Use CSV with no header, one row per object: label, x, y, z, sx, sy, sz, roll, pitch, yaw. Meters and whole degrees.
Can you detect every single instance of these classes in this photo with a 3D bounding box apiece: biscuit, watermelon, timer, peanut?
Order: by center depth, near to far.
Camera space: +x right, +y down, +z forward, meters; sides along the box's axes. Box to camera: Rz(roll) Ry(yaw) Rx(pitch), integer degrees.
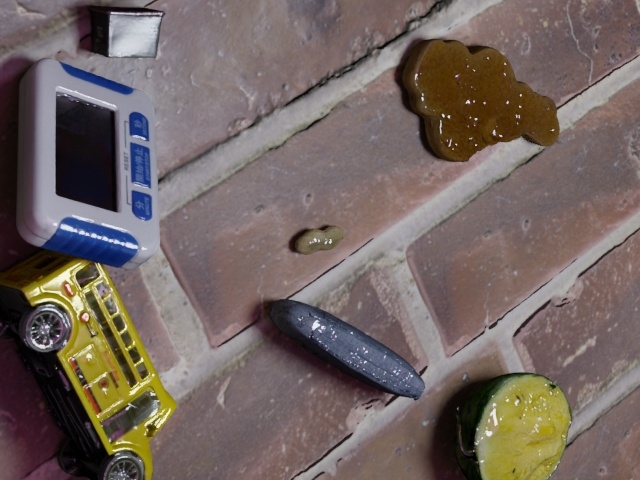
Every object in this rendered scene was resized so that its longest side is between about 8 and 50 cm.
timer,-0.290,-0.091,1.634,0.178,0.078,0.253,17,53,-33
peanut,0.000,0.000,1.928,0.083,0.037,0.037,-13,105,-36
biscuit,0.252,-0.209,2.054,0.319,0.047,0.183,4,98,-34
watermelon,0.287,0.308,2.114,0.232,0.127,0.204,-20,109,-32

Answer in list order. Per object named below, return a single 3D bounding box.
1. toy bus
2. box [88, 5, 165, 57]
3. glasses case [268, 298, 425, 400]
toy bus,-0.294,0.172,1.694,0.152,0.144,0.330,-34,113,-28
box,-0.249,-0.268,1.702,0.084,0.060,0.063,-6,106,-34
glasses case,0.042,0.160,1.937,0.282,0.109,0.067,35,83,-33
